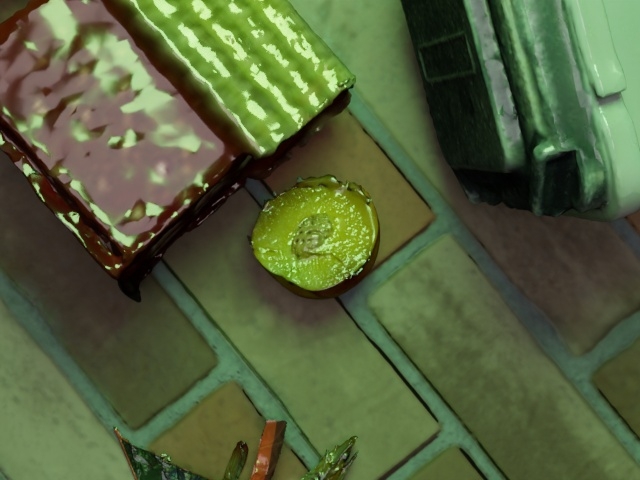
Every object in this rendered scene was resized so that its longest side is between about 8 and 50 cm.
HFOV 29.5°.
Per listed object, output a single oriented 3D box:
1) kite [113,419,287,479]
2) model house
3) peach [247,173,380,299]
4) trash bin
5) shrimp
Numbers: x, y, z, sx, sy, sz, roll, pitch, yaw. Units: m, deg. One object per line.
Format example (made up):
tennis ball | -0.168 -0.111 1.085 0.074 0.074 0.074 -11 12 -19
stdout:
kite | -0.065 0.220 0.917 0.232 0.009 0.189 21 97 9
model house | -0.107 -0.111 0.865 0.254 0.160 0.196 -42 88 -2
peach | -0.001 0.001 0.910 0.098 0.061 0.098 -2 66 5
trash bin | 0.249 -0.195 0.824 0.368 0.256 0.296 -17 96 -7
shrimp | -0.026 0.176 0.924 0.083 0.023 0.114 44 94 3
